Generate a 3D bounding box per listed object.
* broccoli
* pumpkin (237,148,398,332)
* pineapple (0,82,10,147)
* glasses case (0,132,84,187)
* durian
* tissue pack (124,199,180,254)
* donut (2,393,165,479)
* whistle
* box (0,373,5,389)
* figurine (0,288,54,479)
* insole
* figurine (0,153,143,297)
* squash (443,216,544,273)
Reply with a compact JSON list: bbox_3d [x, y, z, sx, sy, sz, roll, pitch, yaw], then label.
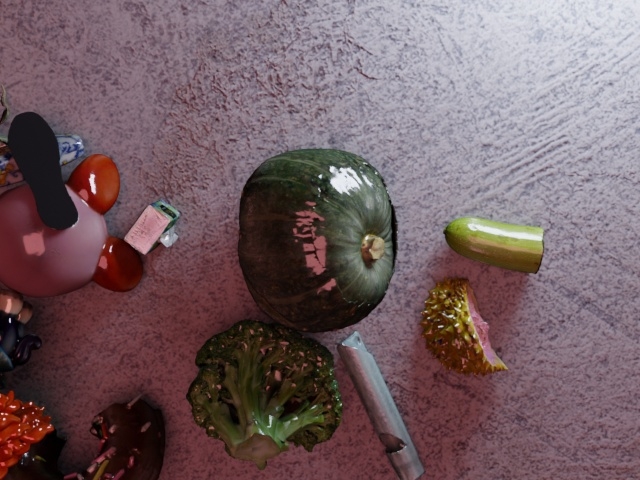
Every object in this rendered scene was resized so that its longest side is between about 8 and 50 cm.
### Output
[{"bbox_3d":[-0.101,0.293,1.544,0.307,0.275,0.308,-3,124,-5],"label":"broccoli"},{"bbox_3d":[0.000,0.000,1.499,0.257,0.291,0.328,2,108,38],"label":"pumpkin"},{"bbox_3d":[-0.716,-0.217,1.536,0.271,0.262,0.262,30,97,-26],"label":"pineapple"},{"bbox_3d":[-0.556,-0.142,1.521,0.248,0.087,0.065,-21,117,-27],"label":"glasses case"},{"bbox_3d":[0.275,0.180,1.606,0.132,0.165,0.182,-29,126,-34],"label":"durian"},{"bbox_3d":[-0.308,-0.021,1.578,0.079,0.111,0.085,36,96,-5],"label":"tissue pack"},{"bbox_3d":[-0.476,0.436,1.576,0.345,0.136,0.259,-4,53,7],"label":"donut"},{"bbox_3d":[0.118,0.329,1.639,0.062,0.062,0.312,-24,96,4],"label":"whistle"},{"bbox_3d":[-0.818,0.206,1.621,0.336,0.106,0.264,-11,97,3],"label":"box"},{"bbox_3d":[-0.644,0.266,1.470,0.306,0.241,0.412,-8,75,-20],"label":"figurine"},{"bbox_3d":[-0.495,-0.126,1.477,0.086,0.005,0.253,-13,67,-28],"label":"insole"},{"bbox_3d":[-0.495,-0.008,1.534,0.261,0.211,0.270,-11,96,2],"label":"figurine"},{"bbox_3d":[0.326,0.007,1.583,0.187,0.095,0.095,9,97,3],"label":"squash"}]
